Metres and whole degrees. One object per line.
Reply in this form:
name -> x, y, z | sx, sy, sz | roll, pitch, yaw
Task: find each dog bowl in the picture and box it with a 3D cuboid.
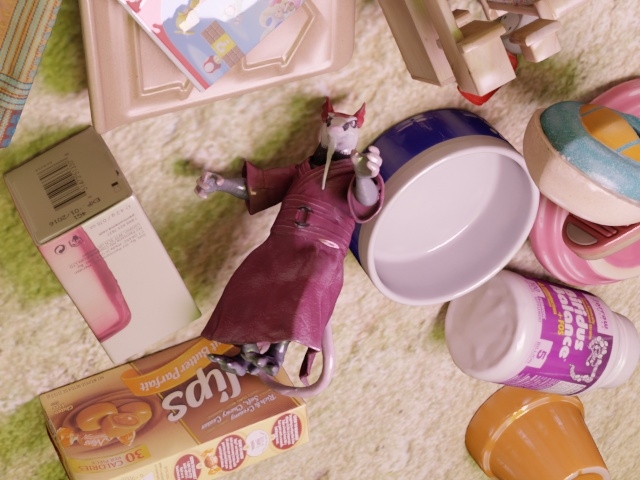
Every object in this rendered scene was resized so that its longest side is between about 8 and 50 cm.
dog bowl -> 0.160, -0.044, 1.942 | 0.264, 0.104, 0.265 | -17, 133, -19

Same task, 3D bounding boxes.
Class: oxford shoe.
oxford shoe -> 0.481, -0.058, 1.967 | 0.348, 0.123, 0.130 | -33, 134, -15

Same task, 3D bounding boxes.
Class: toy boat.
toy boat -> 0.317, -0.157, 1.807 | 0.148, 0.318, 0.267 | -52, 160, 24

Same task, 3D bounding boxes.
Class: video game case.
video game case -> -0.075, -0.311, 1.516 | 0.285, 0.025, 0.204 | -41, 139, 1

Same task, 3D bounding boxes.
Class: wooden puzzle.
wooden puzzle -> -0.115, -0.302, 1.574 | 0.347, 0.080, 0.322 | -20, 135, -23

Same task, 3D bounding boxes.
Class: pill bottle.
pill bottle -> 0.348, 0.147, 2.177 | 0.301, 0.169, 0.169 | 13, 119, -39

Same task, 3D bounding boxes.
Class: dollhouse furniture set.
dollhouse furniture set -> 0.246, -0.335, 1.641 | 0.355, 0.303, 0.174 | -29, 108, -8

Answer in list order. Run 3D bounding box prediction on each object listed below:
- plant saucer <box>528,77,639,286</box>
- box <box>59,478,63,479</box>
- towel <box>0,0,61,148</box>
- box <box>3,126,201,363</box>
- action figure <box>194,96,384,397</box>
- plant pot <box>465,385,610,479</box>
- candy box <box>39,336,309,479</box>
plant saucer -> 0.454, -0.070, 2.080 | 0.332, 0.084, 0.332 | -19, 128, -26
box -> -0.332, 0.405, 2.042 | 0.028, 0.081, 0.136 | -38, 137, 1
towel -> -0.379, -0.279, 1.389 | 0.271, 0.040, 0.370 | 17, 118, -16
box -> -0.257, 0.008, 1.696 | 0.126, 0.149, 0.232 | -30, 136, -7
action figure -> 0.000, 0.000, 1.769 | 0.275, 0.248, 0.370 | 39, 68, -51
plant pot -> 0.374, 0.357, 2.361 | 0.205, 0.188, 0.205 | -17, 134, -19
candy box -> -0.195, 0.239, 1.909 | 0.316, 0.183, 0.088 | -19, 135, -17
